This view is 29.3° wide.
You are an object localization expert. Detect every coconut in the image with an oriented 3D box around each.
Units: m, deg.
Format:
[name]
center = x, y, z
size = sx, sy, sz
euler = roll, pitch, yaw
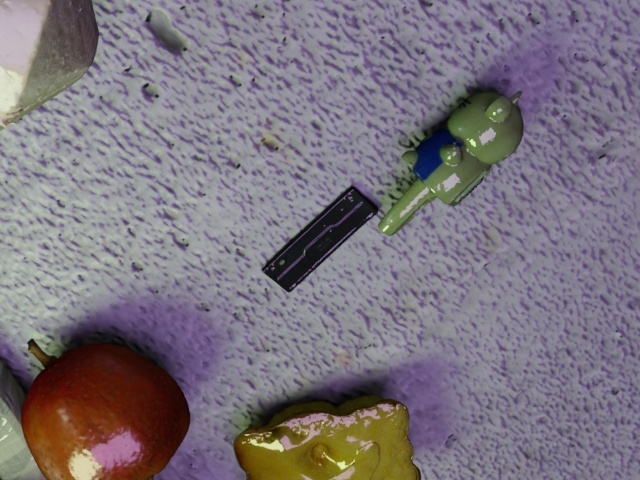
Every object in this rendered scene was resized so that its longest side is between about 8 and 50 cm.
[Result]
[coconut]
center = -0.332, -0.217, 1.164
size = 0.244, 0.239, 0.239
euler = 18, 114, -18

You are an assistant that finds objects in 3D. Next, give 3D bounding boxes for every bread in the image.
[bread]
center = 0.007, 0.272, 1.592
size = 0.233, 0.088, 0.161
euler = -11, 116, -3

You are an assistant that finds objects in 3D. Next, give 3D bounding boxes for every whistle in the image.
[whistle]
center = 0.151, -0.090, 1.412
size = 0.227, 0.105, 0.085
euler = -44, 78, 13

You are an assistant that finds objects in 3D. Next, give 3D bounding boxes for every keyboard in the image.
[keyboard]
center = 0.000, 0.000, 1.477
size = 0.155, 0.010, 0.053
euler = -42, 120, 12

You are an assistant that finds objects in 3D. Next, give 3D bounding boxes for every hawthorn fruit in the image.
[hawthorn fruit]
center = -0.269, 0.202, 1.454
size = 0.196, 0.196, 0.225
euler = -41, 95, 12

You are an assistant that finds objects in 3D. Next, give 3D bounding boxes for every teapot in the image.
[teapot]
center = -0.389, 0.222, 1.464
size = 0.077, 0.107, 0.200
euler = -20, 121, 11
